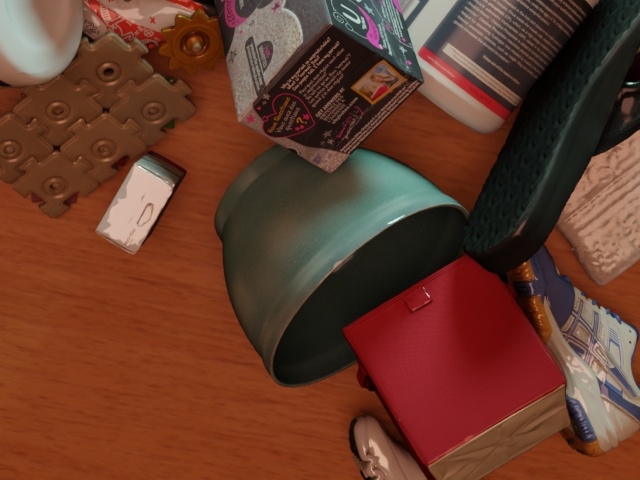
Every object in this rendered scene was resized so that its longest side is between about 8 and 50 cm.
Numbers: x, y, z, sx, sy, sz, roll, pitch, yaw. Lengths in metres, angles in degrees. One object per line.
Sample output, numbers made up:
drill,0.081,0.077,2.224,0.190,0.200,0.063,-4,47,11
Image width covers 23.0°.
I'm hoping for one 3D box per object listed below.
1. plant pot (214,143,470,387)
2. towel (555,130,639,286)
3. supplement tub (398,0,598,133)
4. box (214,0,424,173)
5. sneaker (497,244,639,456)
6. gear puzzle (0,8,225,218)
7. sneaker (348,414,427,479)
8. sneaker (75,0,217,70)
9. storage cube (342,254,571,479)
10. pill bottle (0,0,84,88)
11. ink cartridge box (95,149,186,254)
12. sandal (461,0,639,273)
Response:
plant pot,0.000,0.000,1.826,0.293,0.293,0.196,-45,68,7
towel,0.391,-0.100,1.901,0.282,0.049,0.187,-38,95,6
supplement tub,0.201,-0.277,1.802,0.191,0.191,0.272,37,98,-5
box,-0.011,-0.226,1.736,0.142,0.247,0.163,29,121,-32
sneaker,0.314,0.110,1.922,0.131,0.112,0.296,-26,100,-12
gear puzzle,-0.251,-0.171,1.854,0.339,0.044,0.175,-35,130,17
sneaker,0.139,0.320,1.954,0.118,0.110,0.292,-36,105,-1
sneaker,-0.232,-0.248,1.873,0.270,0.090,0.145,14,111,-8
storage cube,0.164,0.158,1.832,0.215,0.183,0.193,-30,66,-3
pill bottle,-0.451,-0.259,1.776,0.334,0.188,0.188,-1,100,28
ink cartridge box,-0.213,-0.047,1.876,0.056,0.135,0.099,31,98,-4
sandal,0.309,-0.143,1.805,0.107,0.167,0.445,36,76,-20
